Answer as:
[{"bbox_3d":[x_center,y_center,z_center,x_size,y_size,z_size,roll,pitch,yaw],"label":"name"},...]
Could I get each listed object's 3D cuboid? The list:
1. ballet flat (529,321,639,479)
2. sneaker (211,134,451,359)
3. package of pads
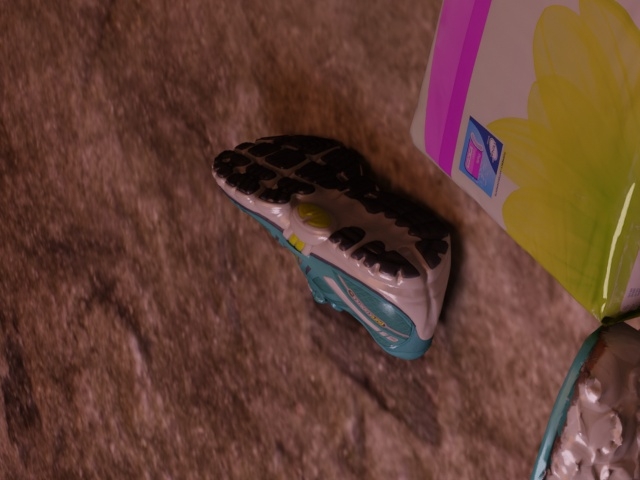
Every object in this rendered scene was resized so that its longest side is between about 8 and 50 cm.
[{"bbox_3d":[0.195,0.227,1.137,0.147,0.147,0.409,48,141,39],"label":"ballet flat"},{"bbox_3d":[0.000,0.000,1.370,0.275,0.107,0.110,42,144,44],"label":"sneaker"},{"bbox_3d":[0.175,-0.123,1.035,0.229,0.101,0.296,47,138,40],"label":"package of pads"}]
